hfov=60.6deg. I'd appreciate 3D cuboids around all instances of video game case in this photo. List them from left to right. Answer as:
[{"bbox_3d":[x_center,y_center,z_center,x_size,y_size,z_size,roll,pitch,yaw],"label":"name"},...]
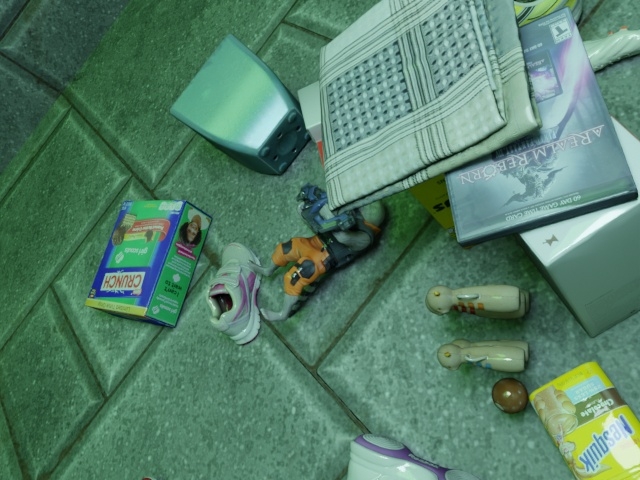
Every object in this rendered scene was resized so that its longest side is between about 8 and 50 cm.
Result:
[{"bbox_3d":[0.242,-0.143,0.677,0.196,0.026,0.274,-18,60,26],"label":"video game case"}]

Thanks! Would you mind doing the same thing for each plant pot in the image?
[{"bbox_3d":[-0.166,-0.306,1.379,0.252,0.248,0.247,41,93,25],"label":"plant pot"}]

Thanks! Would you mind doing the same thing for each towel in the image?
[{"bbox_3d":[0.119,-0.222,0.748,0.324,0.056,0.312,-22,58,37],"label":"towel"}]

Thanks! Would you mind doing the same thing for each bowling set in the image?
[{"bbox_3d":[0.238,0.163,0.850,0.154,0.287,0.200,-2,80,25],"label":"bowling set"}]

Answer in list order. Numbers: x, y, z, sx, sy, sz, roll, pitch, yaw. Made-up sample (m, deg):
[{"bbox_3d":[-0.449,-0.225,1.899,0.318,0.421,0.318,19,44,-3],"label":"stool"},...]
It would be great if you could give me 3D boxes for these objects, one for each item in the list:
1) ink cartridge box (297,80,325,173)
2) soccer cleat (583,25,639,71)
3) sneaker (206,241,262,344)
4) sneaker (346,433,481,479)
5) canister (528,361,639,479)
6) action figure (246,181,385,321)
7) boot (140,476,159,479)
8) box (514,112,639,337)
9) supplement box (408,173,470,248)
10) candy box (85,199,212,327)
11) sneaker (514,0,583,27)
[{"bbox_3d":[0.110,-0.299,1.254,0.296,0.066,0.261,-22,56,13],"label":"ink cartridge box"},{"bbox_3d":[0.522,-0.345,1.025,0.196,0.068,0.076,3,84,37],"label":"soccer cleat"},{"bbox_3d":[-0.204,0.107,1.273,0.103,0.111,0.252,-24,55,23],"label":"sneaker"},{"bbox_3d":[0.167,0.429,0.871,0.305,0.114,0.152,13,89,43],"label":"sneaker"},{"bbox_3d":[0.397,0.277,0.789,0.126,0.073,0.170,-36,50,17],"label":"canister"},{"bbox_3d":[0.000,0.000,1.195,0.330,0.178,0.341,-37,21,7],"label":"action figure"},{"bbox_3d":[-0.421,0.615,1.130,0.088,0.176,0.244,-9,61,34],"label":"boot"},{"bbox_3d":[0.369,-0.030,0.783,0.168,0.345,0.215,-37,52,15],"label":"box"},{"bbox_3d":[0.243,-0.160,0.927,0.194,0.356,0.195,-27,57,22],"label":"supplement box"},{"bbox_3d":[-0.464,0.056,1.477,0.268,0.122,0.317,2,70,35],"label":"candy box"},{"bbox_3d":[0.330,-0.446,1.120,0.384,0.147,0.145,-23,56,13],"label":"sneaker"}]
